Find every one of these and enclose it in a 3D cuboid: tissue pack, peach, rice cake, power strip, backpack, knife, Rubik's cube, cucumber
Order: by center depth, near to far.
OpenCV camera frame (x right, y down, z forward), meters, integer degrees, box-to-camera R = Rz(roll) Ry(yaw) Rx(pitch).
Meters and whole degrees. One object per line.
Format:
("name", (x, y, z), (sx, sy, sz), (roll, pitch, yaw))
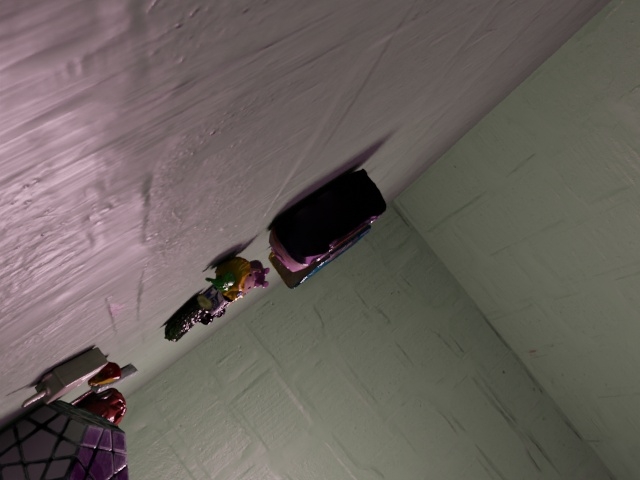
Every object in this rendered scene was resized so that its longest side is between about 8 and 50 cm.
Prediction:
("power strip", (-0.463, 0.252, 1.018), (0.075, 0.042, 0.175), (-39, 176, 27))
("Rubik's cube", (-0.588, 0.513, 1.258), (0.264, 0.318, 0.319), (2, 148, -43))
("peach", (-0.487, 0.300, 1.277), (0.078, 0.050, 0.083), (-14, 162, -7))
("cucumber", (-0.339, 0.200, 1.435), (0.187, 0.058, 0.058), (-42, 175, 37))
("knife", (-0.699, 0.465, 1.528), (0.247, 0.018, 0.035), (-35, 172, -48))
("tissue pack", (0.000, 0.000, 1.604), (0.192, 0.134, 0.271), (-40, 176, 33))
("rice cake", (-0.586, 0.394, 1.616), (0.033, 0.033, 0.208), (-49, 173, 8))
("backpack", (-0.685, 0.546, 1.671), (0.229, 0.139, 0.229), (-40, 180, 0))

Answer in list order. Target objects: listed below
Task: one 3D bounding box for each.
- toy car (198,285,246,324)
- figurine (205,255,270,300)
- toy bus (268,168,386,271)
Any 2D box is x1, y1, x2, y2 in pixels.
("toy car", (-0.266, 0.156, 1.474), (0.171, 0.070, 0.080), (-42, 175, 23))
("figurine", (-0.196, 0.080, 1.233), (0.115, 0.094, 0.156), (3, -169, 25))
("toy bus", (0.015, -0.043, 1.307), (0.303, 0.127, 0.147), (-36, 179, -29))
